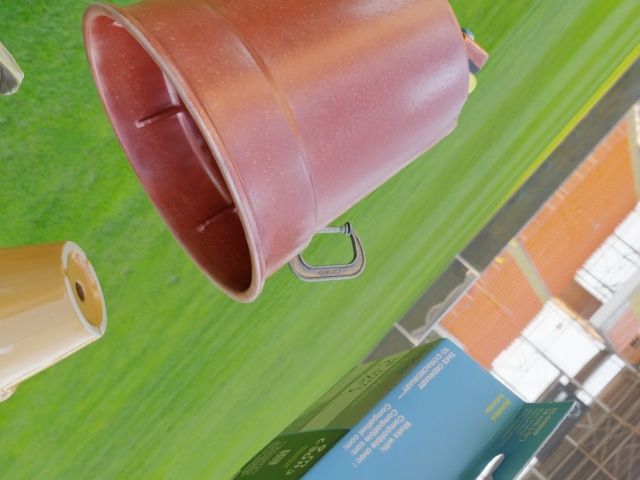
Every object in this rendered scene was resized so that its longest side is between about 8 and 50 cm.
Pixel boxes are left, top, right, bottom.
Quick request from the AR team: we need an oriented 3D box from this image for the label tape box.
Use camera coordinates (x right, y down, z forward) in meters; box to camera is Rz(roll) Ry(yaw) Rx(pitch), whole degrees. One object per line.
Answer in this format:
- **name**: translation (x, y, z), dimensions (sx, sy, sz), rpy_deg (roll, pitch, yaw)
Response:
- **label tape box**: translation (0.065, 0.219, 0.687), dimensions (0.241, 0.105, 0.334), rpy_deg (-36, 179, -31)

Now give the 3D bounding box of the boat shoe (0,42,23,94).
- **boat shoe**: translation (-0.450, -0.263, 0.835), dimensions (0.056, 0.153, 0.048), rpy_deg (-24, -142, 14)

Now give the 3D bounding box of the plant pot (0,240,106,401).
- **plant pot**: translation (-0.379, 0.088, 0.788), dimensions (0.188, 0.205, 0.205), rpy_deg (-18, 165, -3)

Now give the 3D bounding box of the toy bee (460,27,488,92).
- **toy bee**: translation (0.183, -0.314, 1.100), dimensions (0.162, 0.195, 0.298), rpy_deg (-49, -173, 25)

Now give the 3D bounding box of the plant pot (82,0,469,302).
- **plant pot**: translation (-0.026, -0.126, 0.587), dimensions (0.265, 0.272, 0.272), rpy_deg (-31, 163, -22)

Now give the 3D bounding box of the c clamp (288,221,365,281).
- **c clamp**: translation (0.000, 0.000, 1.040), dimensions (0.161, 0.137, 0.022), rpy_deg (4, 159, -24)
